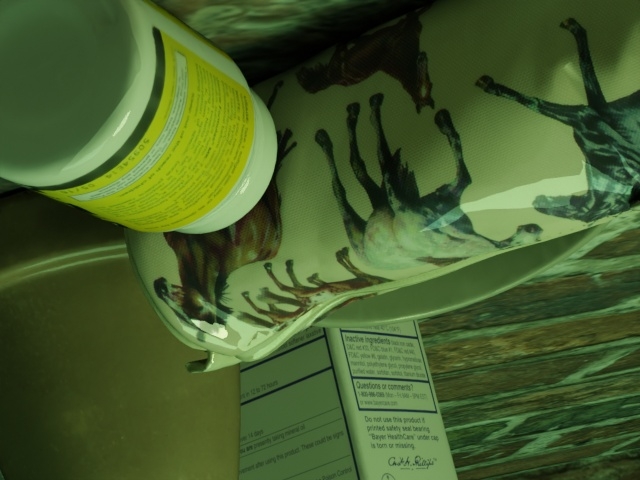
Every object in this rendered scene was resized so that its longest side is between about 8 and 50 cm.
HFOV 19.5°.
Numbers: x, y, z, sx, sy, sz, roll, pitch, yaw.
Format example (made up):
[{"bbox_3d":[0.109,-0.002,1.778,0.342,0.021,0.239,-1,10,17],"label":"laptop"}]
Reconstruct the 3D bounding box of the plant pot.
[{"bbox_3d":[-0.160,0.099,1.368,0.263,0.229,0.263,-12,164,-3],"label":"plant pot"}]

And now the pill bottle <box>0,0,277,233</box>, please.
[{"bbox_3d":[-0.106,-0.069,1.018,0.119,0.119,0.208,-19,164,17],"label":"pill bottle"}]

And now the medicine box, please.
[{"bbox_3d":[-0.020,0.219,1.804,0.263,0.289,0.149,-25,160,34],"label":"medicine box"}]

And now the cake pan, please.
[{"bbox_3d":[0.089,-0.023,1.408,0.293,0.054,0.293,-15,156,-7],"label":"cake pan"}]

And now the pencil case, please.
[{"bbox_3d":[0.076,-0.050,1.137,0.410,0.183,0.160,-20,163,25],"label":"pencil case"}]
